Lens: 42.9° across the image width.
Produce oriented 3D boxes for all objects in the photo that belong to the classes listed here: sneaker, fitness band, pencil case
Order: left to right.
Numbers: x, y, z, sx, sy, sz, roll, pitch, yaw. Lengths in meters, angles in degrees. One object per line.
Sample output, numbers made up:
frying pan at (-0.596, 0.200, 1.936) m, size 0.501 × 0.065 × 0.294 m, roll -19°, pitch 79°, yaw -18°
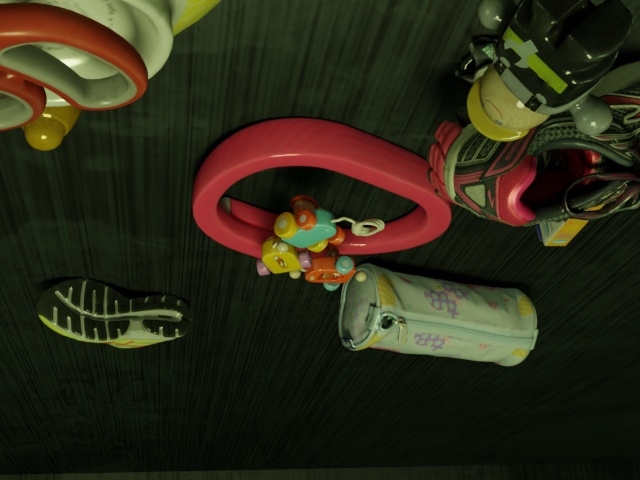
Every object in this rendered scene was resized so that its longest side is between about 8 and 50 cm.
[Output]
sneaker at (-0.286, 0.111, 1.100) m, size 0.208 × 0.081 × 0.094 m, roll 15°, pitch 150°, yaw -34°
fitness band at (0.005, -0.041, 0.866) m, size 0.290 × 0.054 × 0.209 m, roll 16°, pitch 145°, yaw -36°
pencil case at (0.159, 0.103, 1.096) m, size 0.273 × 0.114 × 0.124 m, roll 10°, pitch 173°, yaw -27°
sneaker at (0.151, -0.153, 0.664) m, size 0.069 × 0.038 × 0.098 m, roll 13°, pitch 149°, yaw -31°
sneaker at (0.243, -0.069, 0.675) m, size 0.299 × 0.112 × 0.121 m, roll -17°, pitch 117°, yaw -16°

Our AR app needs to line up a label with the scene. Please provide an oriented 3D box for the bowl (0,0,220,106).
bowl at (-0.142, -0.163, 0.410) m, size 0.289 × 0.156 × 0.289 m, roll -11°, pitch 164°, yaw -3°

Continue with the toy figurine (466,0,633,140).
toy figurine at (0.193, -0.157, 0.479) m, size 0.209 × 0.213 × 0.148 m, roll 1°, pitch 170°, yaw -2°

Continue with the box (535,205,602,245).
box at (0.253, -0.053, 0.831) m, size 0.028 × 0.081 × 0.136 m, roll 0°, pitch 154°, yaw -8°

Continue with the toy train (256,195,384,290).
toy train at (0.000, 0.000, 0.841) m, size 0.125 × 0.046 × 0.166 m, roll 1°, pitch 154°, yaw -14°

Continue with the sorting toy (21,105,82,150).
sorting toy at (-0.316, -0.127, 0.565) m, size 0.365 × 0.126 × 0.127 m, roll 2°, pitch 153°, yaw -13°

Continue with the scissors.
scissors at (-0.165, -0.090, 0.287) m, size 0.109 × 0.021 × 0.297 m, roll -11°, pitch 169°, yaw 13°
